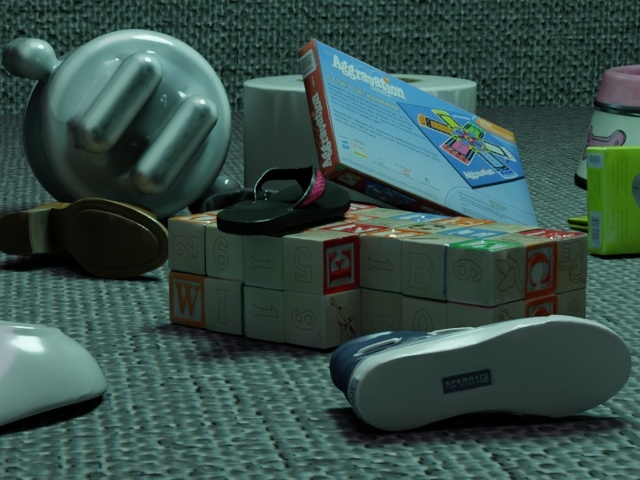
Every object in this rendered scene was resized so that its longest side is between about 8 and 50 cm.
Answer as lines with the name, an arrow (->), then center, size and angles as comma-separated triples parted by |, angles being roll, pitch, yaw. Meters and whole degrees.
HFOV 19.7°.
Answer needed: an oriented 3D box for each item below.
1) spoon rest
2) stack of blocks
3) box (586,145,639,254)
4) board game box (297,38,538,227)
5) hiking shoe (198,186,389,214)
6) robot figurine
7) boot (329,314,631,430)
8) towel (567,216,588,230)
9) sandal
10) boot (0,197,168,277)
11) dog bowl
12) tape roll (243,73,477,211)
spoon rest -> -0.240, 0.091, 1.177 | 0.137, 0.084, 0.276 | 5, -3, 23
stack of blocks -> 0.041, 0.030, 1.461 | 0.297, 0.087, 0.171 | 8, 12, 40
box -> 0.354, -0.043, 1.846 | 0.178, 0.109, 0.042 | -3, 6, -19
board game box -> 0.098, -0.083, 1.741 | 0.281, 0.145, 0.027 | 21, -43, -40
hiking shoe -> 0.000, 0.000, 1.718 | 0.227, 0.086, 0.114 | 11, 2, 9
robot figurine -> -0.215, -0.122, 1.990 | 0.300, 0.200, 0.353 | 41, -9, -12
boot -> 0.103, 0.078, 1.212 | 0.190, 0.069, 0.086 | -4, 13, -13
towel -> 0.397, -0.022, 2.010 | 0.237, 0.021, 0.102 | -5, 5, -22
sandal -> -0.025, -0.037, 1.461 | 0.067, 0.040, 0.179 | 4, 10, 23
boot -> -0.197, -0.011, 1.779 | 0.197, 0.073, 0.152 | 8, 8, 27
dog bowl -> 0.531, -0.144, 2.357 | 0.408, 0.150, 0.408 | 0, 9, 0
tape roll -> 0.041, -0.085, 1.922 | 0.246, 0.169, 0.246 | 0, 8, 0
